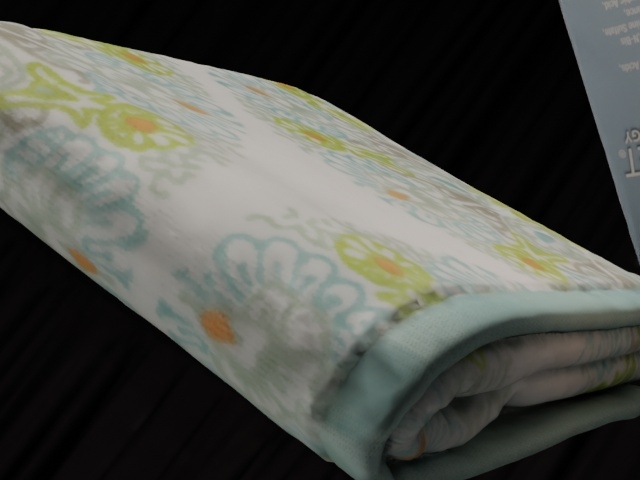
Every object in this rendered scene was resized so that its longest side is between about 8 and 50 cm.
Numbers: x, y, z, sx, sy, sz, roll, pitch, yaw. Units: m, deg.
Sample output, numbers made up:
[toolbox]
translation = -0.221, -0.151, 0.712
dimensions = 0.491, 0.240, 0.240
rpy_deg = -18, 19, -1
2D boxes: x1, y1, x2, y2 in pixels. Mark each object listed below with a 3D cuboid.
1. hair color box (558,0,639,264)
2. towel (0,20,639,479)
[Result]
[hair color box]
translation = 0.202, -0.101, 0.601
dimensions = 0.114, 0.185, 0.374
rpy_deg = -10, -80, 52
[towel]
translation = 0.000, 0.000, 0.765
dimensions = 0.321, 0.090, 0.374
rpy_deg = 31, 13, 27
